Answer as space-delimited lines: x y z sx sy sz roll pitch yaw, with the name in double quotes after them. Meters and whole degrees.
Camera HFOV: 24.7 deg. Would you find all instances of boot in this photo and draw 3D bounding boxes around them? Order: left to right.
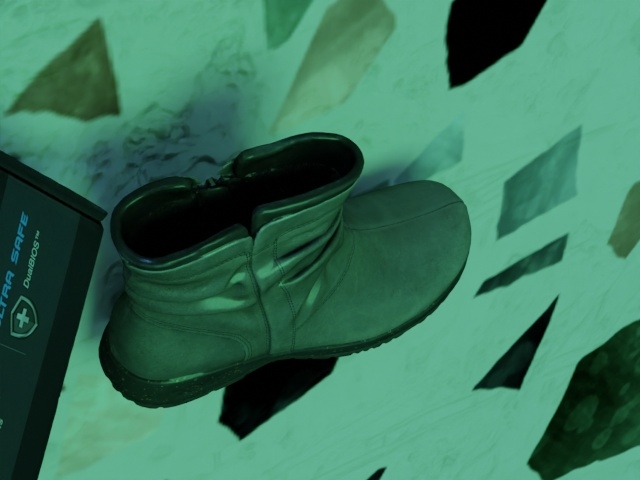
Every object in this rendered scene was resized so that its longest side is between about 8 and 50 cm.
0.000 0.000 0.770 0.246 0.083 0.161 -22 157 -27 "boot"

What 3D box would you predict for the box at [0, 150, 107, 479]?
-0.227 0.074 0.547 0.293 0.073 0.295 36 63 -54 "box"
